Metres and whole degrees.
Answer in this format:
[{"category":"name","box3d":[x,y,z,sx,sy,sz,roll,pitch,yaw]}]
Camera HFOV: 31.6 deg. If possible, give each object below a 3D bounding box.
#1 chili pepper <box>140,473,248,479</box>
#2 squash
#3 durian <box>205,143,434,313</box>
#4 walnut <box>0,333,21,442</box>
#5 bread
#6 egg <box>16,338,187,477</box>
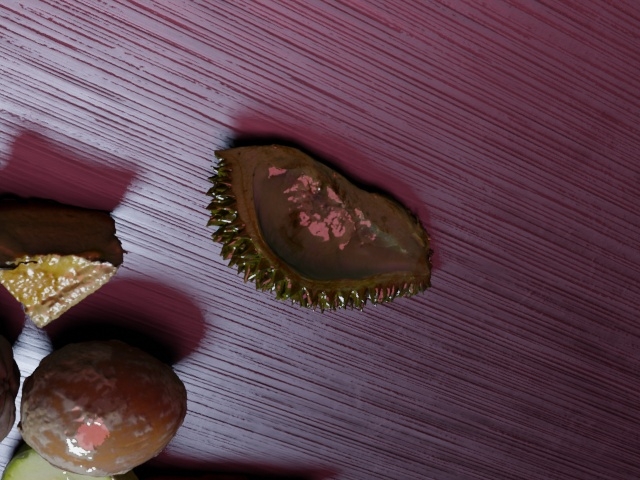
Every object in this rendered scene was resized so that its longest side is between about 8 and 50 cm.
[{"category":"chili pepper","box3d":[-0.191,0.442,1.865,0.387,0.110,0.110,1,126,-9]},{"category":"squash","box3d":[-0.391,0.420,1.797,0.252,0.049,0.252,8,116,16]},{"category":"durian","box3d":[-0.005,0.000,1.588,0.394,0.163,0.198,20,83,-25]},{"category":"walnut","box3d":[-0.539,0.213,1.605,0.224,0.224,0.224,-3,126,-4]},{"category":"bread","box3d":[-0.370,0.007,1.503,0.169,0.140,0.160,-33,134,12]},{"category":"egg","box3d":[-0.317,0.243,1.645,0.245,0.203,0.203,-2,126,-9]}]
